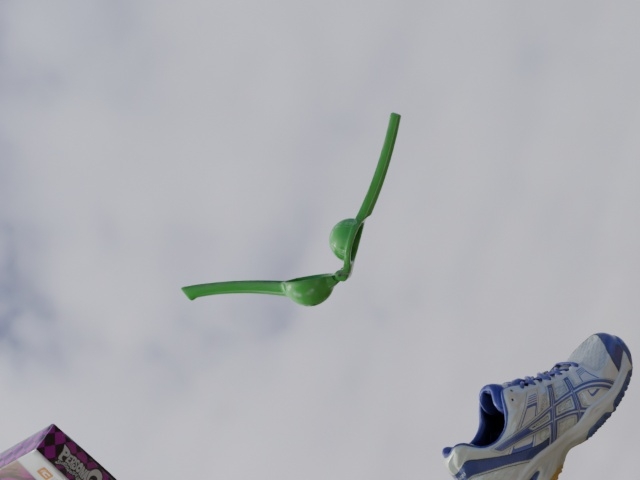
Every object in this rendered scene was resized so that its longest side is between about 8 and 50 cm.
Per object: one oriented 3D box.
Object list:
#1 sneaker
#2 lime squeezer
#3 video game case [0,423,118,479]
[{"bbox_3d":[0.267,0.202,2.051,0.296,0.131,0.112,-49,9,-27],"label":"sneaker"},{"bbox_3d":[0.000,0.000,1.812,0.310,0.110,0.059,-40,-20,15],"label":"lime squeezer"},{"bbox_3d":[-0.250,0.289,1.601,0.210,0.232,0.042,47,-137,-15],"label":"video game case"}]
